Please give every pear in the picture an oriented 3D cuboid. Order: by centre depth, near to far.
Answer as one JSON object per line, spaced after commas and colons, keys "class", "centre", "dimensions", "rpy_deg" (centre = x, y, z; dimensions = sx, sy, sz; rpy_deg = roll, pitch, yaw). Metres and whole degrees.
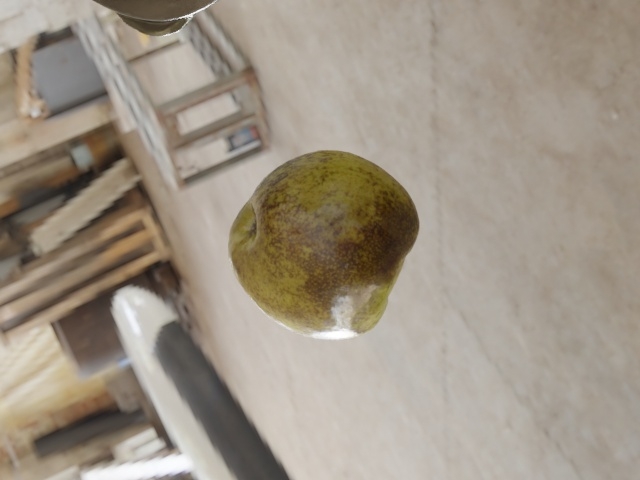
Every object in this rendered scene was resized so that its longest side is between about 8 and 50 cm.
{"class": "pear", "centre": [0.000, 0.000, 1.365], "dimensions": [0.197, 0.197, 0.197], "rpy_deg": [59, 166, 25]}

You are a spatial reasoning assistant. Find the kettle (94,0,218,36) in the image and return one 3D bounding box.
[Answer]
{"class": "kettle", "centre": [-0.094, -0.406, 1.140], "dimensions": [0.377, 0.250, 0.361], "rpy_deg": [-61, -24, -57]}
